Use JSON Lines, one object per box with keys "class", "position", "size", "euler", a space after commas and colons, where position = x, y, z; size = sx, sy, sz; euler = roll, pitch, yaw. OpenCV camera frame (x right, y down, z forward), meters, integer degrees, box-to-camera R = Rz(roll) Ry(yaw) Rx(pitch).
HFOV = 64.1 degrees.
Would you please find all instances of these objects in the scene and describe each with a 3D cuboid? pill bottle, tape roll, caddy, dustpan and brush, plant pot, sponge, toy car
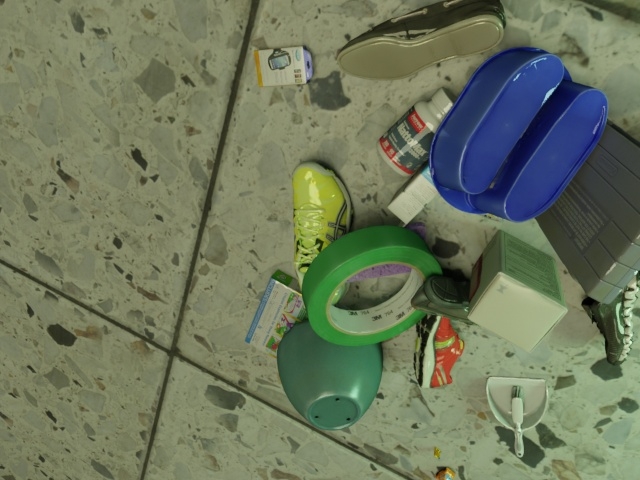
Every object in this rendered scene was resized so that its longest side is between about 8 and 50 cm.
{"class": "pill bottle", "position": [0.216, -0.231, 1.084], "size": [0.108, 0.108, 0.180], "euler": [45, 120, -4]}
{"class": "tape roll", "position": [0.119, 0.112, 1.180], "size": [0.321, 0.077, 0.321], "euler": [-9, 132, -10]}
{"class": "caddy", "position": [0.364, -0.201, 0.985], "size": [0.241, 0.179, 0.341], "euler": [30, 102, -15]}
{"class": "dustpan and brush", "position": [0.509, 0.458, 1.318], "size": [0.147, 0.060, 0.211], "euler": [-3, 112, 21]}
{"class": "plant pot", "position": [0.029, 0.367, 1.319], "size": [0.290, 0.195, 0.290], "euler": [-1, 123, -2]}
{"class": "sponge", "position": [0.148, 0.029, 1.221], "size": [0.209, 0.031, 0.117], "euler": [-9, 114, -6]}
{"class": "toy car", "position": [0.342, 0.663, 1.483], "size": [0.060, 0.040, 0.122], "euler": [-27, 102, 28]}

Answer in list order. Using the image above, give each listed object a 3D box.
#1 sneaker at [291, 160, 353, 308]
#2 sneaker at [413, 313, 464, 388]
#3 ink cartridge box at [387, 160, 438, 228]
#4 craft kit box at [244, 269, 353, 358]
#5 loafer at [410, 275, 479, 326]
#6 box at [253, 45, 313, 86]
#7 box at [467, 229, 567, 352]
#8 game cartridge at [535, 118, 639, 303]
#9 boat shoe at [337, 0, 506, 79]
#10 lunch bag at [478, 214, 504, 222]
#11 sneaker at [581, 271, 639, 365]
{"class": "sneaker", "position": [0.000, 0.000, 1.244], "size": [0.145, 0.147, 0.385], "euler": [-2, 111, 22]}
{"class": "sneaker", "position": [0.306, 0.242, 1.286], "size": [0.118, 0.107, 0.279], "euler": [0, 111, -9]}
{"class": "ink cartridge box", "position": [0.214, -0.106, 1.142], "size": [0.060, 0.104, 0.180], "euler": [42, 120, -2]}
{"class": "craft kit box", "position": [-0.062, 0.242, 1.430], "size": [0.246, 0.061, 0.250], "euler": [30, 120, 8]}
{"class": "loafer", "position": [0.326, 0.147, 1.187], "size": [0.267, 0.096, 0.084], "euler": [19, 137, -27]}
{"class": "box", "position": [-0.081, -0.396, 1.162], "size": [0.136, 0.028, 0.081], "euler": [2, 114, 17]}
{"class": "box", "position": [0.412, 0.100, 1.091], "size": [0.148, 0.232, 0.127], "euler": [30, 119, 5]}
{"class": "game cartridge", "position": [0.496, -0.073, 0.916], "size": [0.068, 0.355, 0.230], "euler": [17, 121, -6]}
{"class": "boat shoe", "position": [0.198, -0.408, 1.031], "size": [0.334, 0.096, 0.112], "euler": [-4, 148, 25]}
{"class": "lunch bag", "position": [0.371, -0.073, 1.113], "size": [0.071, 0.083, 0.053], "euler": [21, 118, 9]}
{"class": "sneaker", "position": [0.635, 0.166, 1.134], "size": [0.106, 0.078, 0.235], "euler": [3, 110, 22]}
